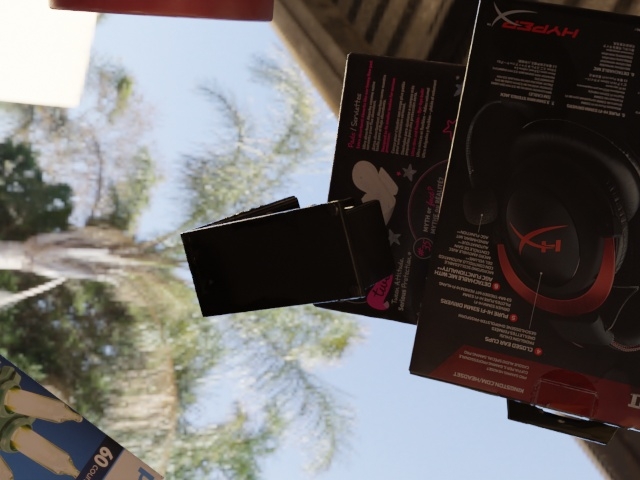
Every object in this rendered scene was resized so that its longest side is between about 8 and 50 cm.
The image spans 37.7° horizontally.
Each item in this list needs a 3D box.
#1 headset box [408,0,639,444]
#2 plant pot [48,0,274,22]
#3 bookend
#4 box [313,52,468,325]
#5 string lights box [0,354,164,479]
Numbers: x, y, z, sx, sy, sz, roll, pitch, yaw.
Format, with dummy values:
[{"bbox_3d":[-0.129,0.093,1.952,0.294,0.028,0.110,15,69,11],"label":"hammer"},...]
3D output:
[{"bbox_3d":[0.193,-0.002,0.646,0.218,0.110,0.293,12,-80,15],"label":"headset box"},{"bbox_3d":[-0.139,-0.289,0.831,0.201,0.201,0.180,24,-66,58],"label":"plant pot"},{"bbox_3d":[0.000,0.000,0.762,0.157,0.156,0.072,-10,-82,36],"label":"bookend"},{"bbox_3d":[0.088,-0.052,0.946,0.163,0.142,0.247,-16,116,-77],"label":"box"},{"bbox_3d":[-0.271,0.172,0.741,0.077,0.259,0.133,-42,-168,48],"label":"string lights box"}]
